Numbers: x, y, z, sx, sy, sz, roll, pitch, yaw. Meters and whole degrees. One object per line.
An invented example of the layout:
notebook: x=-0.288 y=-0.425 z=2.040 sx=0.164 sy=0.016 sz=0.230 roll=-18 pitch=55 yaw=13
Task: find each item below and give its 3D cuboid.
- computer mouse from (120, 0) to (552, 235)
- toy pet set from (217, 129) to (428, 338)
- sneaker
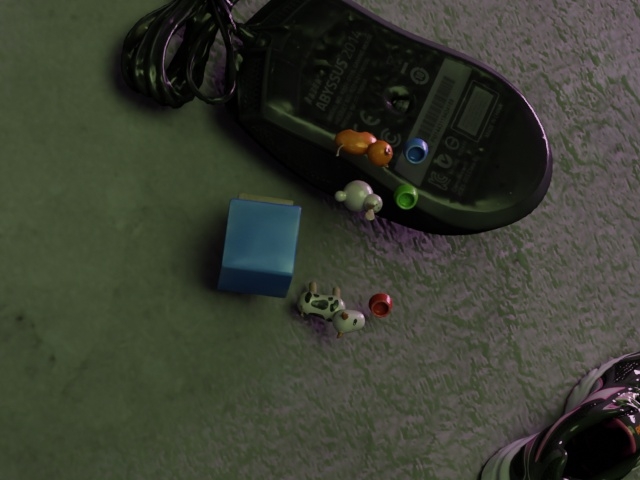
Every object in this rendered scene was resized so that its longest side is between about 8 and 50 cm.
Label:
computer mouse: x=0.020 y=-0.093 z=1.195 sx=0.272 sy=0.072 sz=0.188 roll=32 pitch=61 yaw=-2
toy pet set: x=0.000 y=0.000 z=1.114 sx=0.114 sy=0.122 sz=0.065 roll=8 pitch=25 yaw=-4
sneaker: x=0.189 y=0.126 z=1.202 sx=0.178 sy=0.077 sz=0.072 roll=-37 pitch=94 yaw=-35
